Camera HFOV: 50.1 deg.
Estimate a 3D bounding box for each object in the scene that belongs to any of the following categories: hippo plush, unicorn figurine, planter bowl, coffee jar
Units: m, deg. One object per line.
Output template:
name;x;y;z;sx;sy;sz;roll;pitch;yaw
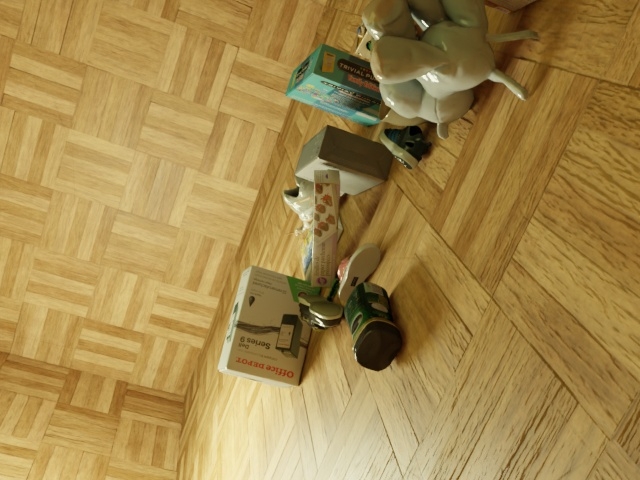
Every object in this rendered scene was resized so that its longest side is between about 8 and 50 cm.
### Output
hippo plush;0.219;-0.329;1.230;0.236;0.294;0.234;73;-150;-73
unicorn figurine;-0.038;-0.074;2.207;0.162;0.060;0.111;-59;10;-13
planter bowl;0.203;-0.307;1.424;0.162;0.109;0.162;-161;90;-81
coffee jar;0.100;0.164;1.317;0.184;0.079;0.096;-99;33;-63

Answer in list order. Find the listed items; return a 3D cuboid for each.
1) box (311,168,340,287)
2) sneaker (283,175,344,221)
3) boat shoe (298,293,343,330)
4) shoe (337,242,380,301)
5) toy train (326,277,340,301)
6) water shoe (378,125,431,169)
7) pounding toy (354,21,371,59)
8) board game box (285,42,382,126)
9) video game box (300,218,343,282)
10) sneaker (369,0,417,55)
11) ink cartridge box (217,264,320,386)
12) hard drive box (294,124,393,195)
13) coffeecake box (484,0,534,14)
box;0.011;-0.024;1.702;0.067;0.063;0.324;-90;2;-53
sneaker;-0.003;-0.163;1.929;0.262;0.121;0.099;-41;24;28
boat shoe;0.001;0.186;1.688;0.227;0.081;0.069;-157;66;-72
shoe;0.081;0.053;1.554;0.081;0.063;0.178;-96;22;-47
toy train;0.030;0.132;1.757;0.024;0.017;0.083;-78;11;-67
water shoe;0.190;-0.215;1.495;0.080;0.073;0.203;-47;24;12
pounding toy;0.149;-0.620;2.039;0.130;0.100;0.141;126;157;-53
board game box;0.069;-0.385;1.743;0.336;0.253;0.079;-169;97;-76
video game box;0.000;0.000;1.973;0.205;0.048;0.187;-103;36;-64
sneaker;0.168;-0.558;1.859;0.305;0.114;0.152;-97;29;-60
ink cartridge box;-0.138;0.240;1.875;0.121;0.211;0.289;149;136;-67
hard drive box;0.054;-0.196;1.723;0.232;0.181;0.089;163;124;-72
coffeecake box;0.352;-0.478;1.146;0.185;0.068;0.142;-159;87;-76
